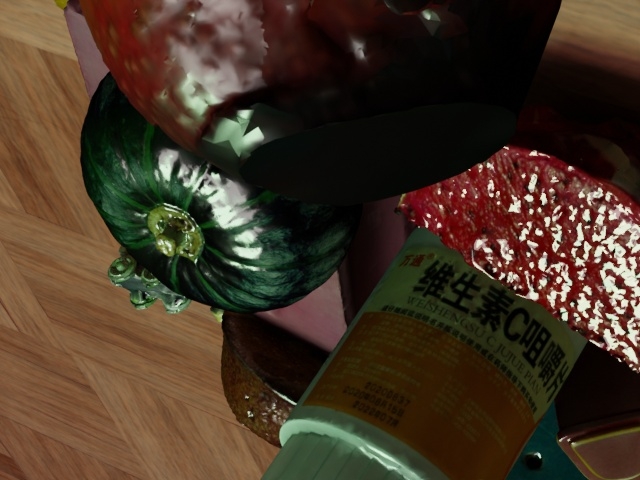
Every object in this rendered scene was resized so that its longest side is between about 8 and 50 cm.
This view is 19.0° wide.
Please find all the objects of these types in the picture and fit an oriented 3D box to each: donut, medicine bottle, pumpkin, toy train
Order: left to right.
[{"bbox_3d":[-0.112,0.029,1.809,0.202,0.081,0.060,6,145,35],"label":"toy train"},{"bbox_3d":[-0.067,-0.040,1.240,0.202,0.140,0.202,24,146,18],"label":"pumpkin"},{"bbox_3d":[-0.021,0.104,1.636,0.141,0.217,0.085,15,120,2],"label":"donut"},{"bbox_3d":[0.089,0.100,1.395,0.158,0.318,0.158,29,156,14],"label":"medicine bottle"}]

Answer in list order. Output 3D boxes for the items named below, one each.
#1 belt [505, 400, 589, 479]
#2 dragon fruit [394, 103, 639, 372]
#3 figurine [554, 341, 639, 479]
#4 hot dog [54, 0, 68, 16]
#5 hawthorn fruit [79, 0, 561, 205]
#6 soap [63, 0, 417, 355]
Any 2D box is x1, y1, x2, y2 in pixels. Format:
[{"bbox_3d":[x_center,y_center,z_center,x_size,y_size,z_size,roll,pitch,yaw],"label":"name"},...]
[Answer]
[{"bbox_3d":[0.212,0.248,1.695,0.436,0.173,0.300,36,165,4],"label":"belt"},{"bbox_3d":[0.193,-0.032,1.284,0.274,0.161,0.126,34,128,21],"label":"dragon fruit"},{"bbox_3d":[0.230,0.124,1.493,0.082,0.154,0.098,-17,126,14],"label":"figurine"},{"bbox_3d":[-0.176,-0.216,1.441,0.068,0.083,0.289,43,162,30],"label":"hot dog"},{"bbox_3d":[-0.002,-0.165,1.048,0.316,0.316,0.316,27,155,14],"label":"hawthorn fruit"},{"bbox_3d":[-0.046,-0.075,1.475,0.233,0.128,0.359,26,155,20],"label":"soap"}]
